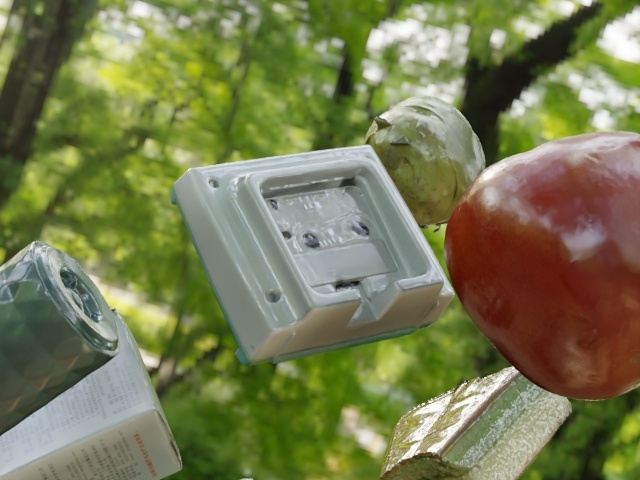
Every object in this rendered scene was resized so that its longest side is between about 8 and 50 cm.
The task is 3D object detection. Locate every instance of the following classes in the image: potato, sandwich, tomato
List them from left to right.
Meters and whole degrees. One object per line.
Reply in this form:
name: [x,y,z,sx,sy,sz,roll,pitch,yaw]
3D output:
potato: [0.130,-0.095,2.032,0.143,0.169,0.248,-10,5,9]
sandwich: [0.195,0.258,2.052,0.108,0.220,0.186,56,21,-13]
tomato: [0.278,0.030,1.643,0.298,0.298,0.226,17,37,-30]

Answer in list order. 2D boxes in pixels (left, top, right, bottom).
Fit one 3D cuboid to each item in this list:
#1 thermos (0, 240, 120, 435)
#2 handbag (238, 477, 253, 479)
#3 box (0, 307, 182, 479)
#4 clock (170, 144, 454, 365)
thermos: [-0.353,0.133,1.706,0.145,0.286,0.182,56,10,5]
handbag: [-0.168,0.392,1.930,0.079,0.219,0.256,57,19,-8]
box: [-0.331,0.229,1.899,0.200,0.299,0.106,-121,-172,-53]
clock: [0.000,0.000,1.803,0.262,0.231,0.116,-9,-26,-36]
